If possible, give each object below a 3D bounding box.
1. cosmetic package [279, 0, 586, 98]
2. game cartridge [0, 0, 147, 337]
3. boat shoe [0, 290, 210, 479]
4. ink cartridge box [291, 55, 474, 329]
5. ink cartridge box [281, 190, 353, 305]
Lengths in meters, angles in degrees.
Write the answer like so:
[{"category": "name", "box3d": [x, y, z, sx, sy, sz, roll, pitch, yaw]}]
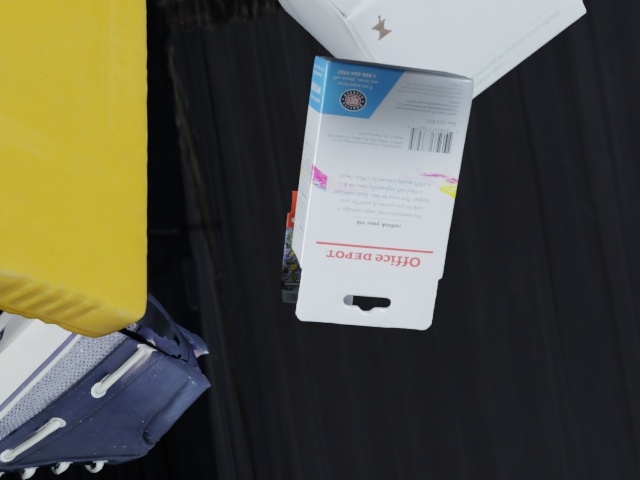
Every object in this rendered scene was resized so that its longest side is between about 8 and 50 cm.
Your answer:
[{"category": "cosmetic package", "box3d": [0.062, -0.281, 0.898, 0.197, 0.155, 0.365, -36, 40, 2]}, {"category": "game cartridge", "box3d": [-0.206, -0.127, 0.384, 0.053, 0.285, 0.324, -22, -30, 30]}, {"category": "boat shoe", "box3d": [-0.242, 0.160, 0.752, 0.340, 0.158, 0.127, -41, 27, 17]}, {"category": "ink cartridge box", "box3d": [0.038, -0.034, 0.652, 0.104, 0.181, 0.061, 6, 14, -10]}, {"category": "ink cartridge box", "box3d": [0.000, 0.000, 0.810, 0.063, 0.115, 0.029, 3, -28, 2]}]
